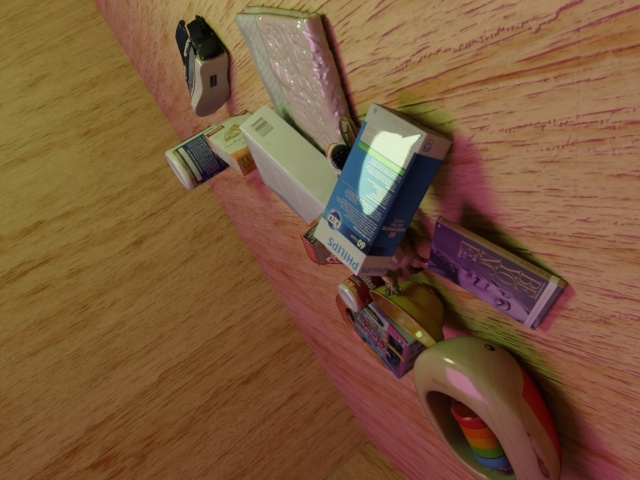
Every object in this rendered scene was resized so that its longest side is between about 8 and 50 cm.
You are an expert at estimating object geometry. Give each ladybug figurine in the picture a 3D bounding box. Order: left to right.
[{"bbox_3d":[0.367,0.376,1.094,0.305,0.161,0.450,9,132,54],"label":"ladybug figurine"}]

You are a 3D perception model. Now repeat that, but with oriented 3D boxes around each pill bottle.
[{"bbox_3d":[-0.375,-0.300,1.748,0.153,0.264,0.153,50,165,19],"label":"pill bottle"},{"bbox_3d":[0.126,0.107,1.309,0.086,0.152,0.086,49,163,21],"label":"pill bottle"}]

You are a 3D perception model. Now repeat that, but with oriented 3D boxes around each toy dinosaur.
[{"bbox_3d":[0.149,0.000,1.101,0.201,0.127,0.295,61,175,1],"label":"toy dinosaur"}]

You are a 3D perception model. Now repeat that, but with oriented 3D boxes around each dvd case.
[{"bbox_3d":[0.288,0.059,0.885,0.221,0.018,0.165,31,155,22],"label":"dvd case"}]

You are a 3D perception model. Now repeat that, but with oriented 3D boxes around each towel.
[{"bbox_3d":[-0.046,-0.331,1.112,0.317,0.053,0.332,37,157,48],"label":"towel"}]

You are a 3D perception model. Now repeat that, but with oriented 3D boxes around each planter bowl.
[{"bbox_3d":[0.224,0.158,1.207,0.217,0.090,0.217,41,170,8],"label":"planter bowl"}]

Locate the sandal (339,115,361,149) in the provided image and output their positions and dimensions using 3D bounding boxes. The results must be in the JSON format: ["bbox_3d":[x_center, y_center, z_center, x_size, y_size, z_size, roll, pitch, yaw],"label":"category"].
[{"bbox_3d":[0.093,-0.184,1.024,0.180,0.049,0.072,49,177,-37],"label":"sandal"}]

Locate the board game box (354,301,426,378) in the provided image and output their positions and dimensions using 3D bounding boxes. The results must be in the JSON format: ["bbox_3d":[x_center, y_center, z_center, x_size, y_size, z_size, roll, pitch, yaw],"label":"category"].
[{"bbox_3d":[0.200,0.249,1.490,0.224,0.097,0.303,47,163,27],"label":"board game box"}]

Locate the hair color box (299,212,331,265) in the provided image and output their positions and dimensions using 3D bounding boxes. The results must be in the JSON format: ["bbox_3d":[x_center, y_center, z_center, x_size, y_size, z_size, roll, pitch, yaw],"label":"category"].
[{"bbox_3d":[0.000,0.000,1.181,0.043,0.072,0.141,43,168,19],"label":"hair color box"}]

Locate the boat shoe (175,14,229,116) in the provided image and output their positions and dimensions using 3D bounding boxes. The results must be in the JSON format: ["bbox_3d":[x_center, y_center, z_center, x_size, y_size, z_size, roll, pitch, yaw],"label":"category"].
[{"bbox_3d":[-0.359,-0.520,1.551,0.158,0.127,0.340,60,157,7],"label":"boat shoe"}]

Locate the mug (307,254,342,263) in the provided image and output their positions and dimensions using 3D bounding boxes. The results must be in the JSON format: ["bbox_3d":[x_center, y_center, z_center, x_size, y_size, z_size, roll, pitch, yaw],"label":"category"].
[{"bbox_3d":[0.058,0.018,1.473,0.169,0.150,0.113,-179,92,-66],"label":"mug"}]

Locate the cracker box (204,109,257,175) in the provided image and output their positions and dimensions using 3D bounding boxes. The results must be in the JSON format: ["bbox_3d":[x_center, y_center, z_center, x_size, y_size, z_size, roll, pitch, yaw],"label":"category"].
[{"bbox_3d":[-0.224,-0.292,1.516,0.232,0.155,0.067,38,157,45],"label":"cracker box"}]

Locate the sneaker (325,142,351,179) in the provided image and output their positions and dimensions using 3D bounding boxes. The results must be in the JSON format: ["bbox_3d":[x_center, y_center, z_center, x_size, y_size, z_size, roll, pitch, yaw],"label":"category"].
[{"bbox_3d":[0.064,-0.138,1.062,0.161,0.057,0.075,51,179,-28],"label":"sneaker"}]

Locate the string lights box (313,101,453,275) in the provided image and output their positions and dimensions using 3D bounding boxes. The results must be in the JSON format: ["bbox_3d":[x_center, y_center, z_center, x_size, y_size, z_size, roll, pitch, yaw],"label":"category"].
[{"bbox_3d":[0.097,-0.082,0.872,0.133,0.076,0.260,43,119,38],"label":"string lights box"}]

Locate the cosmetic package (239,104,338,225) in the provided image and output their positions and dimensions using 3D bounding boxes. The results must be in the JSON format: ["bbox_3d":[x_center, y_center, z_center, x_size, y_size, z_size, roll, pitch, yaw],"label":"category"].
[{"bbox_3d":[-0.019,-0.120,1.270,0.377,0.097,0.284,44,167,18],"label":"cosmetic package"}]

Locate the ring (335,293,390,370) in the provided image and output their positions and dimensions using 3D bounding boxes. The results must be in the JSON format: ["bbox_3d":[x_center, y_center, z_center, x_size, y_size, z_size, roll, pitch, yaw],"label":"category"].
[{"bbox_3d":[0.168,0.325,1.858,0.337,0.032,0.337,50,164,19],"label":"ring"}]
